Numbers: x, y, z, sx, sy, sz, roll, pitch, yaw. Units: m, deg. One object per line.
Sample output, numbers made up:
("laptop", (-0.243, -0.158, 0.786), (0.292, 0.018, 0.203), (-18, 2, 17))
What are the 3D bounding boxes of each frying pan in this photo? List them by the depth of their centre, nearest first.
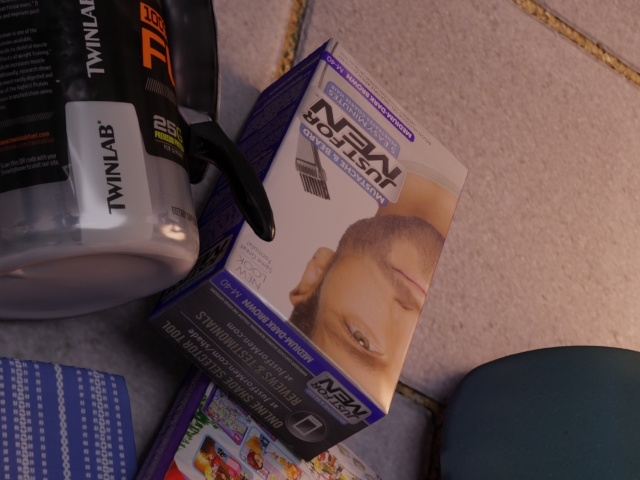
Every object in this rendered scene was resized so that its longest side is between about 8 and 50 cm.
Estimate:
("frying pan", (-0.106, -0.090, 1.592), (0.053, 0.197, 0.326), (-2, 58, -17))

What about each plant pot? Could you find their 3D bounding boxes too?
("plant pot", (0.273, 0.212, 1.746), (0.290, 0.195, 0.290), (29, 48, -37))

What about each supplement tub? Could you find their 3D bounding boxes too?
("supplement tub", (-0.216, -0.123, 1.511), (0.207, 0.207, 0.338), (3, 70, -39))

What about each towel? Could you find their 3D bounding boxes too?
("towel", (-0.276, 0.196, 1.442), (0.336, 0.040, 0.243), (11, 62, -38))

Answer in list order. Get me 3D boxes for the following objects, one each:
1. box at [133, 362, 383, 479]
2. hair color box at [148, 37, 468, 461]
("box", (-0.018, 0.246, 1.592), (0.293, 0.057, 0.201), (45, 37, -16))
("hair color box", (0.000, 0.000, 1.666), (0.185, 0.110, 0.339), (43, 39, -17))
